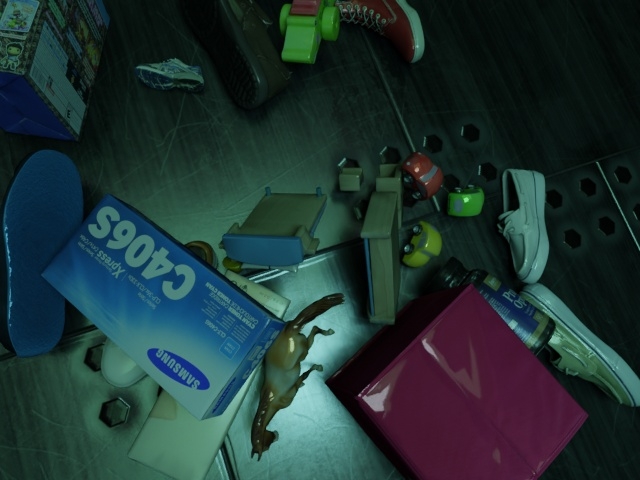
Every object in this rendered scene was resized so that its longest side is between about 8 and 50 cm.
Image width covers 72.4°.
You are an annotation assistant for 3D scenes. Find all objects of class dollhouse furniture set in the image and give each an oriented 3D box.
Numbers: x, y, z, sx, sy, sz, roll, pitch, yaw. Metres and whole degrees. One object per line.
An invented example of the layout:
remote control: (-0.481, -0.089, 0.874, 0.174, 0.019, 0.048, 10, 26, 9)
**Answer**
dollhouse furniture set: (0.000, 0.000, 0.851, 0.304, 0.198, 0.286, 2, 35, 15)

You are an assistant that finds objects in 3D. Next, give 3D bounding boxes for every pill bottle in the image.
pill bottle: (0.314, 0.132, 0.836, 0.219, 0.122, 0.123, 39, 73, 16)

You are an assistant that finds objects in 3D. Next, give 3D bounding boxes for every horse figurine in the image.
horse figurine: (-0.043, 0.198, 0.710, 0.066, 0.175, 0.263, 26, 111, 26)

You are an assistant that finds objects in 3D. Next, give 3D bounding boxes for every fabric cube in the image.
fabric cube: (0.199, 0.262, 0.732, 0.259, 0.254, 0.258, -40, 87, -15)

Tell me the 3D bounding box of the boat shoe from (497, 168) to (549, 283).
boat shoe: (0.419, -0.035, 0.930, 0.084, 0.095, 0.257, 11, 65, -3)

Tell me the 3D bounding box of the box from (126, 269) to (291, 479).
box: (-0.173, 0.220, 0.735, 0.121, 0.148, 0.311, 27, 73, -2)

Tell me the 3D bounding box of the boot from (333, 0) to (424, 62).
boot: (0.115, -0.487, 0.979, 0.176, 0.088, 0.244, -18, 73, -13)

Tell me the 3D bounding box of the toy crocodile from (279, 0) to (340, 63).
toy crocodile: (-0.004, -0.511, 0.896, 0.115, 0.105, 0.340, 15, 76, 15)

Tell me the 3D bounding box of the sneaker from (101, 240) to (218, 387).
sneaker: (-0.285, 0.117, 0.752, 0.106, 0.123, 0.290, 31, 75, -4)

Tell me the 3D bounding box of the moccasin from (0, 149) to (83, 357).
moccasin: (-0.494, 0.017, 0.726, 0.138, 0.117, 0.341, 19, 73, -52)

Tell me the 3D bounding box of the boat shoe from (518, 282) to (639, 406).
boat shoe: (0.506, 0.221, 0.884, 0.094, 0.109, 0.302, -42, 78, 0)

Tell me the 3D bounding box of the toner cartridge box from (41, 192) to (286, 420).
toner cartridge box: (-0.240, 0.088, 0.658, 0.348, 0.075, 0.165, 33, 84, 18)

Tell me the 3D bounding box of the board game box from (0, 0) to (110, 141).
board game box: (-0.503, -0.362, 0.766, 0.141, 0.232, 0.290, 7, 75, -8)

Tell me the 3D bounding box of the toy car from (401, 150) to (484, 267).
toy car: (0.263, -0.069, 0.885, 0.225, 0.053, 0.238, -15, 113, -29)

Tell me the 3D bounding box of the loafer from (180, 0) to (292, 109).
loafer: (-0.177, -0.446, 0.912, 0.130, 0.134, 0.365, -24, 92, -41)

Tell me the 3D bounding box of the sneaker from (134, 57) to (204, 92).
sneaker: (-0.307, -0.343, 0.896, 0.136, 0.052, 0.058, 6, 66, -16)
